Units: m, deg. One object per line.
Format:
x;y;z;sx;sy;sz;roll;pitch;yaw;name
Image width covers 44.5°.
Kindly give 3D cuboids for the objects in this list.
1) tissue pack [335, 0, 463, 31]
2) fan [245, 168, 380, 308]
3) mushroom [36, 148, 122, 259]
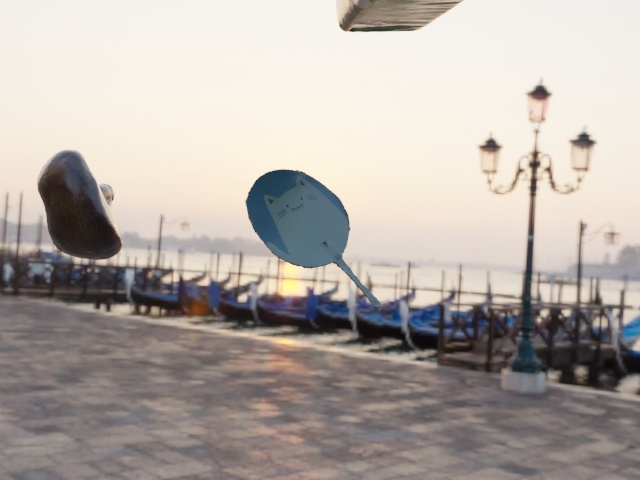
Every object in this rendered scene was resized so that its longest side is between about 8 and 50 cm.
0.052;-0.290;0.746;0.156;0.147;0.209;-2;6;-8;tissue pack
0.000;0.000;0.770;0.113;0.175;0.005;-37;-6;-41;fan
-0.468;-0.057;1.497;0.138;0.231;0.194;-19;27;-4;mushroom
